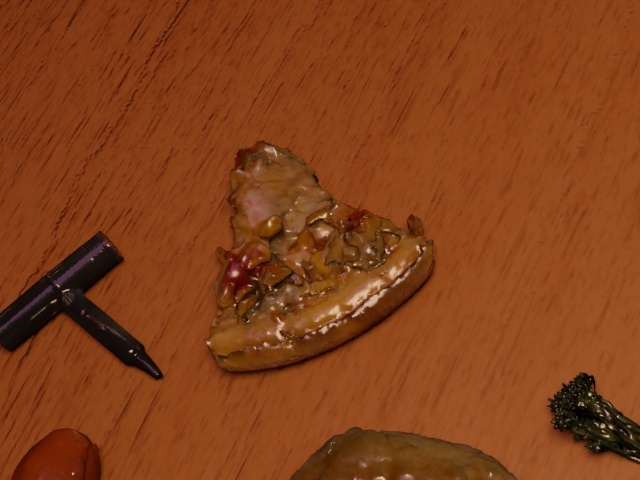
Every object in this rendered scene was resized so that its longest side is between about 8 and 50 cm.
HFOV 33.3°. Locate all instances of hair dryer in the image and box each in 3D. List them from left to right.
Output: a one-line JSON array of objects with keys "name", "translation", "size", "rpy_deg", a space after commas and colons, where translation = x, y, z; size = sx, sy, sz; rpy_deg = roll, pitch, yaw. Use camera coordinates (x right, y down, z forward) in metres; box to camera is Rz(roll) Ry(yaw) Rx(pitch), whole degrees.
[{"name": "hair dryer", "translation": [-0.266, 0.110, 1.217], "size": [0.173, 0.050, 0.195], "rpy_deg": [-40, 64, -2]}]

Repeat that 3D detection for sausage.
[{"name": "sausage", "translation": [-0.289, 0.284, 1.112], "size": [0.089, 0.089, 0.179], "rpy_deg": [11, 63, 21]}]

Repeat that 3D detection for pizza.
[{"name": "pizza", "translation": [0.000, 0.000, 1.175], "size": [0.251, 0.074, 0.287], "rpy_deg": [-5, 65, 11]}]

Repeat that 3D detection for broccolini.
[{"name": "broccolini", "translation": [0.298, 0.205, 0.996], "size": [0.201, 0.074, 0.058], "rpy_deg": [41, 118, 18]}]

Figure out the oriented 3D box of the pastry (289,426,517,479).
[{"name": "pastry", "translation": [0.070, 0.329, 0.952], "size": [0.330, 0.136, 0.329], "rpy_deg": [-7, 61, 13]}]
